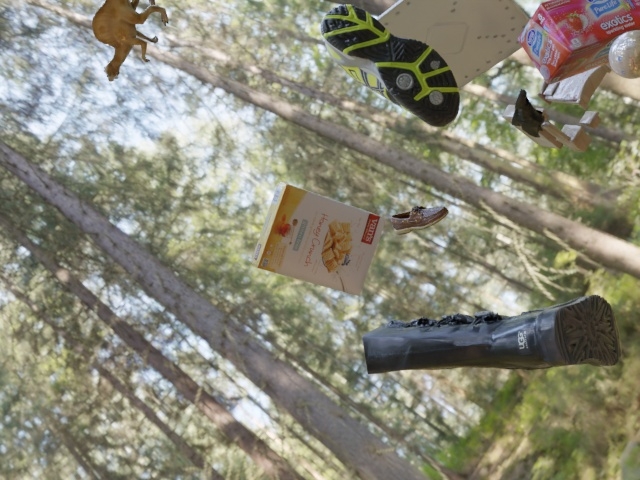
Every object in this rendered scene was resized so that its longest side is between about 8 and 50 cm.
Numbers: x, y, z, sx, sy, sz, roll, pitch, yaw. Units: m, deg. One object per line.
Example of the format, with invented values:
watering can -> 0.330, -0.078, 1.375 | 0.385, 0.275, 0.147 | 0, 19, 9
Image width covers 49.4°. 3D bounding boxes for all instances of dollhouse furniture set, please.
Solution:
dollhouse furniture set -> 0.728, -0.469, 2.067 | 0.174, 0.303, 0.355 | 30, -87, -23

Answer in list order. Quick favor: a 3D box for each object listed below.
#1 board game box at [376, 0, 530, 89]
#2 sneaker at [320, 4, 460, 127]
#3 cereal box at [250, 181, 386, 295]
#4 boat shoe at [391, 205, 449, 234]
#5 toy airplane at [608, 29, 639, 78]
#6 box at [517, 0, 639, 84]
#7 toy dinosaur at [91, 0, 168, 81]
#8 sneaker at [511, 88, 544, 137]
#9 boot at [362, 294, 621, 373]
board game box -> 0.339, -0.568, 1.912 | 0.390, 0.050, 0.390 | -31, -39, 31
sneaker -> 0.169, -0.397, 1.621 | 0.145, 0.385, 0.147 | -45, -13, -6
cereal box -> 0.000, 0.000, 1.382 | 0.240, 0.047, 0.173 | 16, -85, -28
boat shoe -> 0.276, -0.066, 1.967 | 0.060, 0.178, 0.064 | 60, -141, -16
toy airplane -> 0.652, -0.362, 1.220 | 0.384, 0.272, 0.386 | 7, -100, -57
box -> 0.564, -0.441, 1.449 | 0.257, 0.128, 0.122 | -22, -18, -17
toy dinosaur -> -0.245, -0.286, 0.877 | 0.093, 0.053, 0.183 | -20, -52, -31
sneaker -> 0.577, -0.349, 1.914 | 0.170, 0.089, 0.051 | 76, -146, -62
boot -> 0.365, 0.218, 1.497 | 0.367, 0.445, 0.146 | 11, -110, -47
